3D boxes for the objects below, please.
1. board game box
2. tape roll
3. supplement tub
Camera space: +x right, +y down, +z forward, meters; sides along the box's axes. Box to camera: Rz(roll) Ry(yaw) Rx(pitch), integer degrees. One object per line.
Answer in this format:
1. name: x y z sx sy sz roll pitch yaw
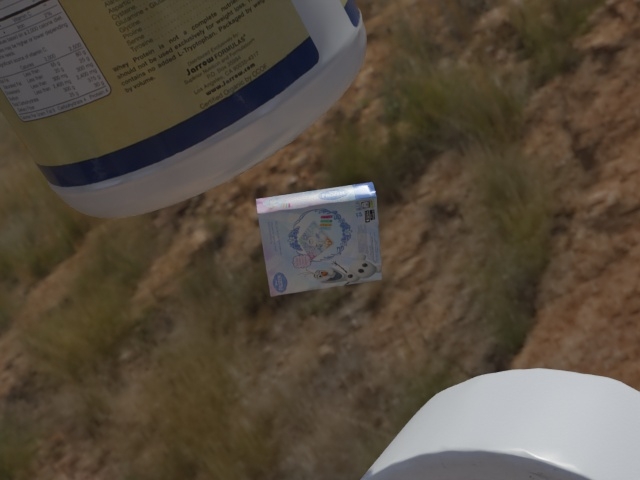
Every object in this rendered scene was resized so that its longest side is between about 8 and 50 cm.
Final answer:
1. board game box: 0.000 0.000 0.962 0.090 0.090 0.020 -9 44 -3
2. tape roll: 0.147 0.226 0.781 0.286 0.286 0.100 -9 19 34
3. supplement tub: -0.133 -0.198 0.754 0.228 0.316 0.228 -24 23 11
